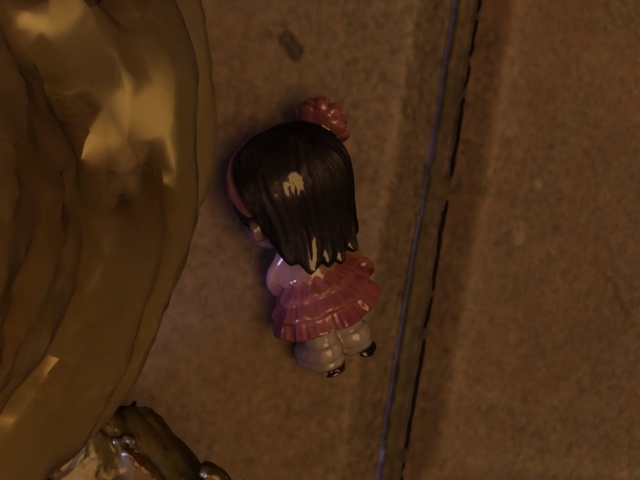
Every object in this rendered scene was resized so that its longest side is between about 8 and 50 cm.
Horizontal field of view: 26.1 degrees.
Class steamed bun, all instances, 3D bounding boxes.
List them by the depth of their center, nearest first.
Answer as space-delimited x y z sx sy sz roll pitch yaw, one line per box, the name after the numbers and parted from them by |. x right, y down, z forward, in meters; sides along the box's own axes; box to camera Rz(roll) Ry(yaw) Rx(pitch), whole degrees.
-0.219 -0.011 0.434 0.324 0.230 0.372 31 50 10 | steamed bun

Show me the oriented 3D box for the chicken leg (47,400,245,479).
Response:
-0.073 0.148 0.608 0.103 0.088 0.228 -42 91 -28 | chicken leg

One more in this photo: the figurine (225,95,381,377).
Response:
0.000 0.000 0.663 0.072 0.054 0.129 -27 110 -26 | figurine
